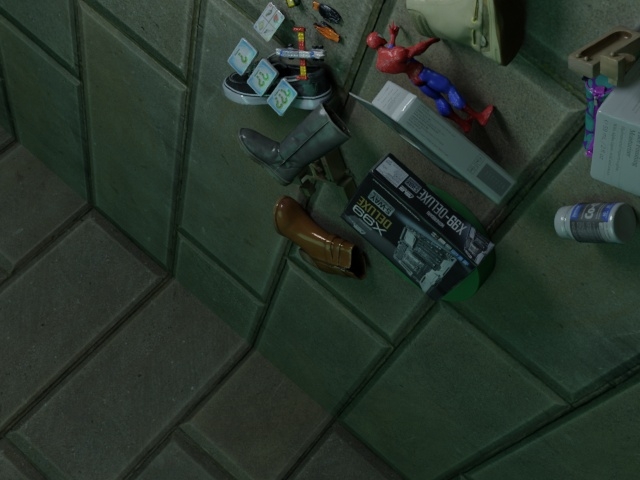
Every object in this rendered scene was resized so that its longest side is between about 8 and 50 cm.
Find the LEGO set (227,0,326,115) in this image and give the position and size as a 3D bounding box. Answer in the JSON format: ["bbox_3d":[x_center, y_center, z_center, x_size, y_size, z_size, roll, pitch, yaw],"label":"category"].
[{"bbox_3d":[-0.093,-0.408,1.931,0.182,0.060,0.244,47,128,6],"label":"LEGO set"}]

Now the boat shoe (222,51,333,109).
[{"bbox_3d":[-0.111,-0.375,2.053,0.306,0.113,0.105,17,137,38],"label":"boat shoe"}]

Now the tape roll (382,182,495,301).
[{"bbox_3d":[0.261,0.004,2.120,0.321,0.077,0.321,34,153,20],"label":"tape roll"}]

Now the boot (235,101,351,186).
[{"bbox_3d":[-0.062,-0.238,2.003,0.189,0.076,0.208,39,128,-18],"label":"boot"}]

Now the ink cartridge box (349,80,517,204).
[{"bbox_3d":[0.220,-0.209,1.776,0.296,0.066,0.261,35,-173,-27],"label":"ink cartridge box"}]

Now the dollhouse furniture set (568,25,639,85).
[{"bbox_3d":[0.472,-0.312,1.312,0.151,0.144,0.123,39,153,44],"label":"dollhouse furniture set"}]

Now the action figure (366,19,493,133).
[{"bbox_3d":[0.211,-0.337,1.697,0.280,0.139,0.091,29,156,-22],"label":"action figure"}]

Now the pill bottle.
[{"bbox_3d":[0.521,-0.034,1.692,0.137,0.078,0.078,2,132,53],"label":"pill bottle"}]

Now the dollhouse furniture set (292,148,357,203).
[{"bbox_3d":[-0.016,-0.146,2.194,0.101,0.161,0.182,19,143,41],"label":"dollhouse furniture set"}]

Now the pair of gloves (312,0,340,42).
[{"bbox_3d":[0.013,-0.459,1.865,0.074,0.010,0.083,34,149,23],"label":"pair of gloves"}]

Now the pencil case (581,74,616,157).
[{"bbox_3d":[0.476,-0.215,1.500,0.064,0.070,0.152,25,149,33],"label":"pencil case"}]

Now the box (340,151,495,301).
[{"bbox_3d":[0.207,-0.024,1.981,0.307,0.076,0.242,42,153,4],"label":"box"}]

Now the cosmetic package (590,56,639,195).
[{"bbox_3d":[0.544,-0.163,1.386,0.183,0.151,0.151,27,150,31],"label":"cosmetic package"}]

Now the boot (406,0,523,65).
[{"bbox_3d":[0.238,-0.431,1.500,0.203,0.095,0.262,28,154,32],"label":"boot"}]

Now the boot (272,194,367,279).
[{"bbox_3d":[0.000,0.000,2.441,0.220,0.109,0.283,20,147,42],"label":"boot"}]
